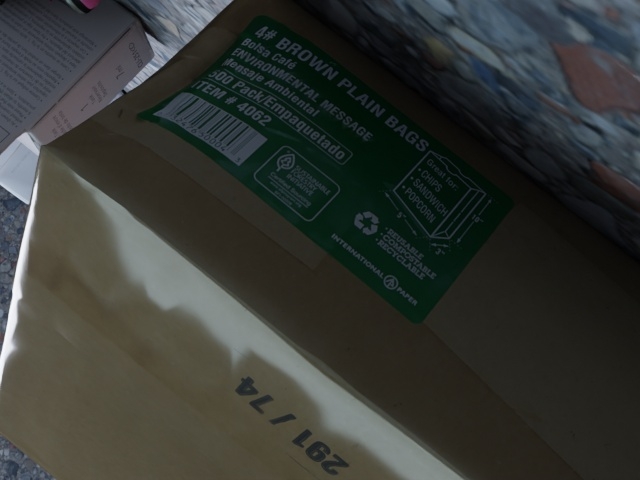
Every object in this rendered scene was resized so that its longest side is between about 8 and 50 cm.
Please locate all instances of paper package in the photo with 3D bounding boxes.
[{"bbox_3d":[0.007,0.084,0.579,0.325,0.168,0.309,38,141,5],"label":"paper package"}]

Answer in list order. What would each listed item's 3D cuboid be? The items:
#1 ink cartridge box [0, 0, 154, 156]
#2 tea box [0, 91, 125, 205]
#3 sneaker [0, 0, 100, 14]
[{"bbox_3d":[-0.340,-0.163,0.931,0.296,0.261,0.066,37,165,19],"label":"ink cartridge box"},{"bbox_3d":[-0.414,-0.163,1.703,0.329,0.220,0.323,35,173,40],"label":"tea box"},{"bbox_3d":[-0.250,-0.219,0.876,0.170,0.075,0.063,36,174,24],"label":"sneaker"}]
